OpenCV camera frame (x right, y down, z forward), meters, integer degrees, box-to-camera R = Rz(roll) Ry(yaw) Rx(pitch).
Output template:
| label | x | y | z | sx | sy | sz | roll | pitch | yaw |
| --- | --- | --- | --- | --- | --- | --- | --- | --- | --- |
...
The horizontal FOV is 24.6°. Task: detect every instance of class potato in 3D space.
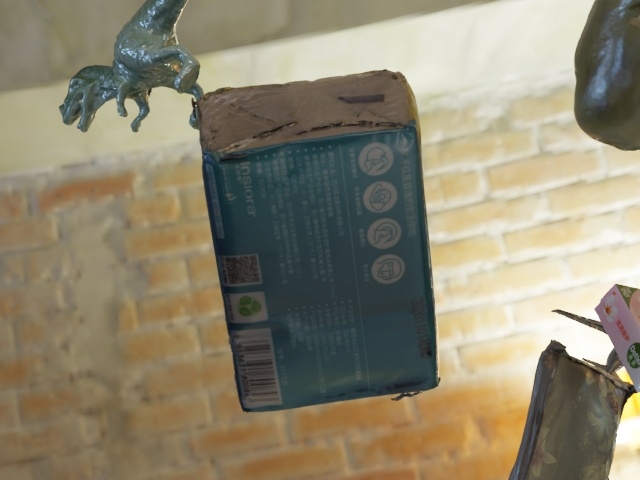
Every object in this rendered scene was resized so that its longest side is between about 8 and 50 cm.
| label | x | y | z | sx | sy | sz | roll | pitch | yaw |
| --- | --- | --- | --- | --- | --- | --- | --- | --- | --- |
| potato | 0.526 | -0.299 | 2.339 | 0.243 | 0.326 | 0.221 | 3 | 21 | -42 |

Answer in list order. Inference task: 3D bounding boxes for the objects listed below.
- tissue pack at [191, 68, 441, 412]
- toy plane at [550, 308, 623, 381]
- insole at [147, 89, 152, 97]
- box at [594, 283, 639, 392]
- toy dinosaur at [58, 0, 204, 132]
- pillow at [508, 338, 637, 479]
| label | x | y | z | sx | sy | sz | roll | pitch | yaw |
| --- | --- | --- | --- | --- | --- | --- | --- | --- | --- |
| tissue pack | 0.000 | 0.000 | 1.292 | 0.192 | 0.134 | 0.270 | -7 | -60 | -3 |
| toy plane | 0.431 | 0.151 | 2.077 | 0.226 | 0.226 | 0.058 | -41 | -17 | -50 |
| insole | -0.195 | -0.325 | 1.788 | 0.007 | 0.111 | 0.327 | 3 | -60 | -14 |
| box | 0.361 | 0.109 | 1.585 | 0.089 | 0.125 | 0.043 | 10 | -50 | -31 |
| toy dinosaur | -0.123 | -0.175 | 1.345 | 0.383 | 0.129 | 0.076 | -35 | -4 | 42 |
| pillow | 0.271 | 0.251 | 1.637 | 0.169 | 0.255 | 0.059 | 21 | -11 | -28 |
